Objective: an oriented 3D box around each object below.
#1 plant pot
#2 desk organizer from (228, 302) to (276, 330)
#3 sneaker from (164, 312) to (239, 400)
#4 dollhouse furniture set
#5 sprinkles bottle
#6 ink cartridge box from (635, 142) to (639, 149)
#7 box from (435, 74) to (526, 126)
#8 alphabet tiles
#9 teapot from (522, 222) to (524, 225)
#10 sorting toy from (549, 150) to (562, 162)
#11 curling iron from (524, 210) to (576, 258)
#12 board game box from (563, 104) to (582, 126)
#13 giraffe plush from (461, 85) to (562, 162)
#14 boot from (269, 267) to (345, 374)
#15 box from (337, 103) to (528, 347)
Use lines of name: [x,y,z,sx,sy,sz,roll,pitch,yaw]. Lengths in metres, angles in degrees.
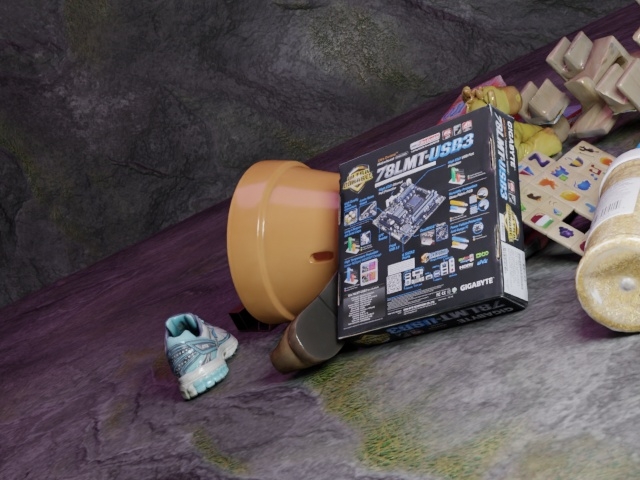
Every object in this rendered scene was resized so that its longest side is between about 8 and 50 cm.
plant pot: [0.000,0.000,1.951,0.204,0.290,0.291,-2,22,27]
desk organizer: [-0.116,0.138,2.109,0.050,0.047,0.130,-36,14,-28]
sneaker: [-0.216,0.173,1.982,0.110,0.122,0.283,-27,11,0]
dollhouse furniture set: [0.653,-0.332,2.220,0.394,0.256,0.362,-52,17,-14]
sprinkles bottle: [0.396,-0.010,1.410,0.121,0.121,0.355,-21,13,26]
ink cartridge box: [0.587,-0.186,1.688,0.203,0.086,0.148,-54,17,-13]
box: [0.341,-0.238,2.471,0.123,0.128,0.257,-22,19,38]
alphabet tiles: [0.380,-0.072,1.676,0.198,0.009,0.237,33,47,26]
teapot: [0.213,-0.041,1.811,0.253,0.187,0.256,15,-13,23]
sorting toy: [0.353,-0.121,2.200,0.196,0.047,0.348,-17,15,41]
curling iron: [0.326,-0.001,1.748,0.274,0.035,0.068,-36,14,-38]
board game box: [0.479,-0.254,2.570,0.145,0.027,0.281,-31,12,-23]
giraffe plush: [0.336,-0.220,2.149,0.181,0.170,0.210,-5,20,46]
boot: [0.029,0.111,1.776,0.305,0.112,0.115,-34,-5,-44]
box: [0.153,-0.015,1.644,0.296,0.293,0.073,-20,-31,38]
